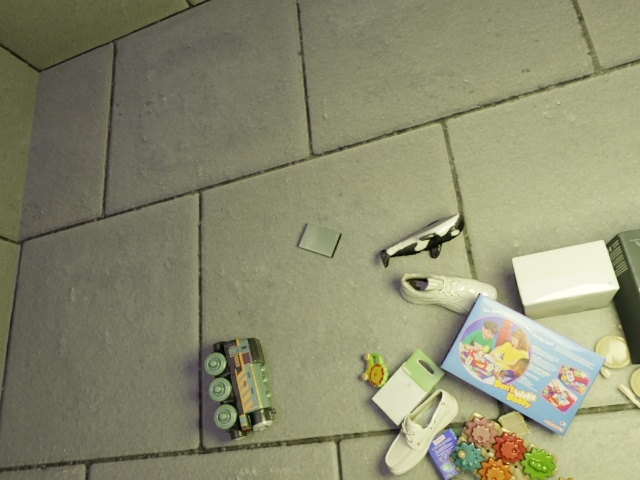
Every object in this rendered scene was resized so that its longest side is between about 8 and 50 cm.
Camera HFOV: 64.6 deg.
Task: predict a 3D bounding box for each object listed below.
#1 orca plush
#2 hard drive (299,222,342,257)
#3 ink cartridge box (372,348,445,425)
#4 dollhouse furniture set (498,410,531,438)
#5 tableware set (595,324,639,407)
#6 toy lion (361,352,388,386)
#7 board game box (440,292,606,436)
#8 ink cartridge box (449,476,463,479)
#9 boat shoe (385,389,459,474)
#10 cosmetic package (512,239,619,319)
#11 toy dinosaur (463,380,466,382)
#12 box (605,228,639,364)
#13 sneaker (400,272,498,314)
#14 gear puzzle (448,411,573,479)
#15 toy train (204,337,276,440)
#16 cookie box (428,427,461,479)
[{"bbox_3d":[0.334,0.023,1.610,0.287,0.151,0.102,-30,95,8],"label":"orca plush"},{"bbox_3d":[0.000,0.000,1.800,0.135,0.022,0.094,17,79,26],"label":"hard drive"},{"bbox_3d":[0.267,0.438,1.514,0.209,0.062,0.109,-48,61,1],"label":"ink cartridge box"},{"bbox_3d":[0.491,0.513,1.389,0.152,0.058,0.076,-29,93,16],"label":"dollhouse furniture set"},{"bbox_3d":[0.819,0.335,1.332,0.128,0.039,0.194,-46,59,11],"label":"tableware set"},{"bbox_3d":[0.171,0.400,1.560,0.096,0.034,0.100,-13,63,52],"label":"toy lion"},{"bbox_3d":[0.538,0.326,1.370,0.347,0.078,0.233,28,93,15],"label":"board game box"},{"bbox_3d":[0.412,0.708,1.222,0.272,0.309,0.130,18,80,28],"label":"ink cartridge box"},{"bbox_3d":[0.271,0.534,1.440,0.277,0.096,0.098,-48,31,-8],"label":"boat shoe"},{"bbox_3d":[0.652,0.115,1.372,0.224,0.225,0.138,-13,68,18],"label":"cosmetic package"},{"bbox_3d":[0.462,0.379,1.453,0.112,0.064,0.211,-24,65,13],"label":"toy dinosaur"},{"bbox_3d":[0.931,0.122,1.248,0.344,0.179,0.312,-10,69,8],"label":"box"},{"bbox_3d":[0.379,0.155,1.528,0.297,0.129,0.110,2,71,22],"label":"sneaker"},{"bbox_3d":[0.519,0.608,1.325,0.339,0.044,0.175,27,99,13],"label":"gear puzzle"},{"bbox_3d":[-0.265,0.483,1.688,0.190,0.142,0.333,-20,66,5],"label":"toy train"},{"bbox_3d":[0.364,0.602,1.430,0.092,0.040,0.107,-36,63,10],"label":"cookie box"}]
